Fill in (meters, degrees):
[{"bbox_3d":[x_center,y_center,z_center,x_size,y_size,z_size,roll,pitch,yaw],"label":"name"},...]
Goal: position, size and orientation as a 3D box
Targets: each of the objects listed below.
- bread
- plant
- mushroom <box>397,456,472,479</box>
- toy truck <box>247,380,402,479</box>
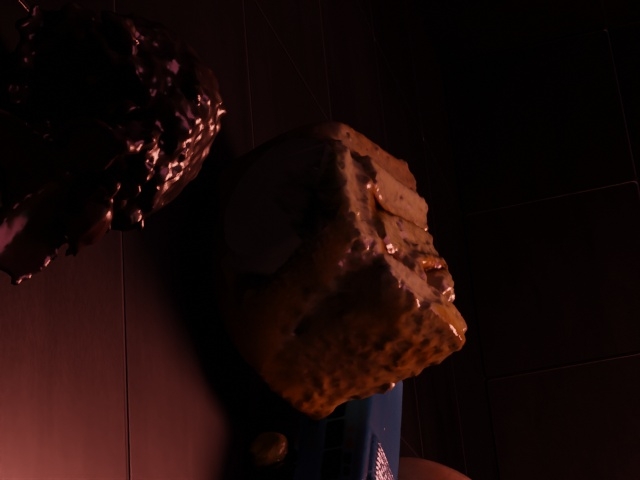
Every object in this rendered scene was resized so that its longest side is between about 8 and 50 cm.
[{"bbox_3d":[-0.004,-0.008,1.833,0.264,0.239,0.395,46,22,-39],"label":"bread"},{"bbox_3d":[-0.195,-0.100,1.272,0.178,0.204,0.234,41,26,8],"label":"plant"},{"bbox_3d":[0.111,0.443,1.937,0.290,0.298,0.297,-40,120,-49],"label":"mushroom"},{"bbox_3d":[0.014,0.253,1.896,0.385,0.162,0.161,-81,155,-58],"label":"toy truck"}]
